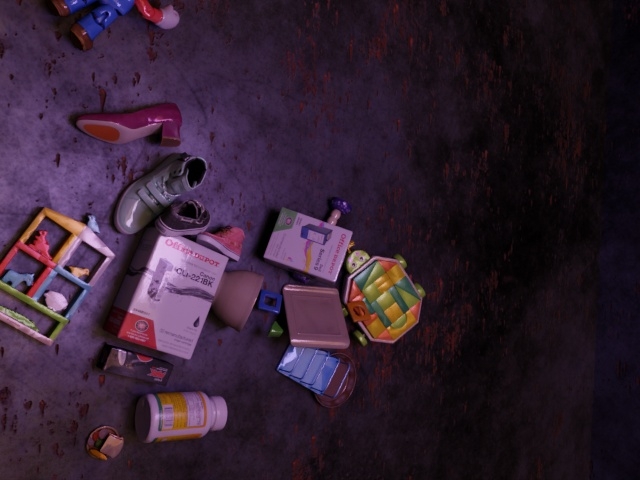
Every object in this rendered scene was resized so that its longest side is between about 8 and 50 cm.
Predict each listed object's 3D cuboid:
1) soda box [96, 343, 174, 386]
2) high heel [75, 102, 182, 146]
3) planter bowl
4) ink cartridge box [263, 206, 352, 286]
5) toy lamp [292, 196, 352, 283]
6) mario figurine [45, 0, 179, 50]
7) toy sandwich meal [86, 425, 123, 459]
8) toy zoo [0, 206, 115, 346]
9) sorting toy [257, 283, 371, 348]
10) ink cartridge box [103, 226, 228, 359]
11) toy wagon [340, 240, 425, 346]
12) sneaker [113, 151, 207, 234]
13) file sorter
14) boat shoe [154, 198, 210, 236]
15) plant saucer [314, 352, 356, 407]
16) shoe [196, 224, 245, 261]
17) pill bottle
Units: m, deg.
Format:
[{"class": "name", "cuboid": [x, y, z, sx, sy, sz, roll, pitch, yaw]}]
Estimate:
[{"class": "soda box", "cuboid": [-0.448, 0.303, 1.407, 0.168, 0.053, 0.060, 27, 77, -36]}, {"class": "high heel", "cuboid": [-0.448, -0.293, 1.371, 0.243, 0.082, 0.117, 1, 64, -25]}, {"class": "planter bowl", "cuboid": [-0.229, 0.144, 1.513, 0.109, 0.162, 0.162, 23, 78, -9]}, {"class": "ink cartridge box", "cuboid": [-0.034, 0.019, 1.614, 0.212, 0.093, 0.155, 21, 78, 1]}, {"class": "toy lamp", "cuboid": [0.000, 0.000, 1.716, 0.080, 0.080, 0.275, 41, 66, -32]}, {"class": "mario figurine", "cuboid": [-0.453, -0.568, 1.334, 0.320, 0.170, 0.198, -39, 151, -18]}, {"class": "toy sandwich meal", "cuboid": [-0.514, 0.486, 1.383, 0.085, 0.029, 0.086, -3, 95, -37]}, {"class": "toy zoo", "cuboid": [-0.597, 0.062, 1.292, 0.192, 0.030, 0.293, 41, 69, -31]}, {"class": "sorting toy", "cuboid": [-0.017, 0.224, 1.669, 0.347, 0.047, 0.196, 7, 50, -22]}, {"class": "ink cartridge box", "cuboid": [-0.372, 0.126, 1.415, 0.197, 0.114, 0.273, 27, 75, -35]}, {"class": "toy wagon", "cuboid": [0.168, 0.155, 1.811, 0.267, 0.068, 0.345, -37, 105, -13]}, {"class": "sneaker", "cuboid": [-0.377, -0.116, 1.373, 0.256, 0.151, 0.094, -53, 122, -21]}, {"class": "file sorter", "cuboid": [-0.018, 0.368, 1.684, 0.170, 0.104, 0.118, 35, 73, -20]}, {"class": "boat shoe", "cuboid": [-0.314, -0.060, 1.406, 0.078, 0.219, 0.070, 44, 107, 3]}, {"class": "plant saucer", "cuboid": [0.039, 0.431, 1.800, 0.168, 0.029, 0.169, -4, 96, -37]}, {"class": "shoe", "cuboid": [-0.256, -0.007, 1.503, 0.178, 0.063, 0.081, 41, 61, -61]}, {"class": "pill bottle", "cuboid": [-0.345, 0.439, 1.453, 0.208, 0.117, 0.118, 8, 88, -37]}]
